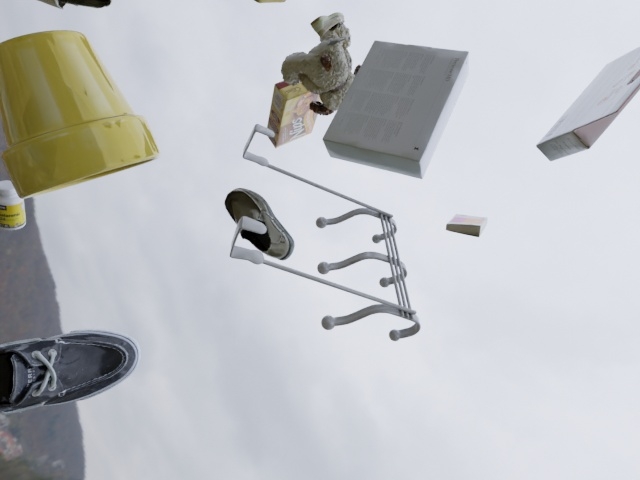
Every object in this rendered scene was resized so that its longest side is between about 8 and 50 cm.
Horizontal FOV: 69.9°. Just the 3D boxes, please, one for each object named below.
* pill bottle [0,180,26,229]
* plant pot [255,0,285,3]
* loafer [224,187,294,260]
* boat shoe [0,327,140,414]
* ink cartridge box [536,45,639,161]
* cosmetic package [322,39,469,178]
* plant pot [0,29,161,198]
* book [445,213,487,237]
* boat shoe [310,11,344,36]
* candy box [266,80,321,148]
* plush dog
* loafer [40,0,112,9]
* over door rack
[{"bbox_3d":[-0.781,-0.089,1.150,0.065,0.065,0.116,41,-51,32],"label":"pill bottle"},{"bbox_3d":[-0.075,-0.373,0.622,0.081,0.082,0.083,43,-43,29],"label":"plant pot"},{"bbox_3d":[-0.166,-0.050,1.152,0.251,0.087,0.094,43,-72,26],"label":"loafer"},{"bbox_3d":[-0.406,0.184,0.636,0.102,0.302,0.108,-17,-105,59],"label":"boat shoe"},{"bbox_3d":[0.612,-0.300,0.940,0.060,0.275,0.239,43,-7,-5],"label":"ink cartridge box"},{"bbox_3d":[0.216,-0.377,1.284,0.285,0.377,0.097,18,-18,26],"label":"cosmetic package"},{"bbox_3d":[-0.452,-0.225,0.819,0.254,0.254,0.238,0,-67,50],"label":"plant pot"},{"bbox_3d":[0.433,-0.050,1.353,0.097,0.144,0.035,10,-71,26],"label":"book"},{"bbox_3d":[0.028,-0.615,1.312,0.056,0.153,0.048,-22,-77,38],"label":"boat shoe"},{"bbox_3d":[-0.099,-0.499,1.762,0.087,0.183,0.316,58,-21,11],"label":"candy box"},{"bbox_3d":[0.040,-0.523,1.469,0.225,0.263,0.210,47,8,-45],"label":"plush dog"},{"bbox_3d":[-0.494,-0.468,0.809,0.102,0.269,0.091,-38,-108,57],"label":"loafer"},{"bbox_3d":[0.000,0.000,0.696,0.108,0.324,0.239,-41,-147,30],"label":"over door rack"}]
